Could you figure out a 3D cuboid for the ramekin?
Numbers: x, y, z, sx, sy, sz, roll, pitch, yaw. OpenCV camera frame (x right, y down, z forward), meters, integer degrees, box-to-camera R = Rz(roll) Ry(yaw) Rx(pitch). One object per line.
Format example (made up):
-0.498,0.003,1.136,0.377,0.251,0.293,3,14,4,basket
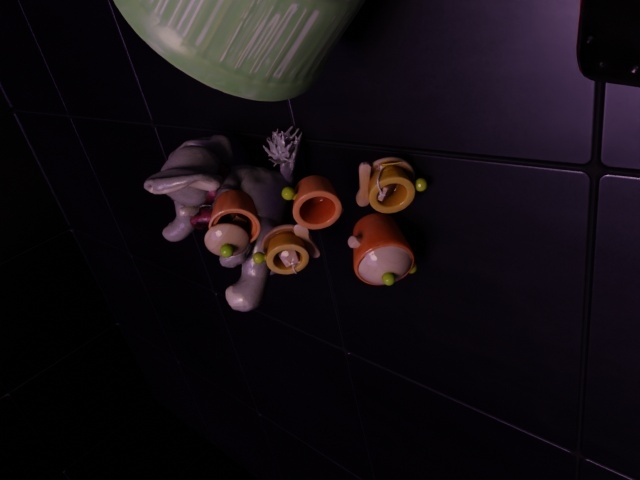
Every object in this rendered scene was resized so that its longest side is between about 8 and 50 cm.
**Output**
-0.083,-0.332,0.610,0.303,0.303,0.148,53,136,1,ramekin

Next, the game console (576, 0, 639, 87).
0.371,-0.236,0.329,0.386,0.060,0.342,26,151,38,game console

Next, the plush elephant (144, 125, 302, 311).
-0.188,-0.067,0.954,0.255,0.272,0.330,13,112,3,plush elephant

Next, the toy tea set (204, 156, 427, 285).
0.000,0.000,0.783,0.124,0.336,0.200,-100,1,-45,toy tea set
